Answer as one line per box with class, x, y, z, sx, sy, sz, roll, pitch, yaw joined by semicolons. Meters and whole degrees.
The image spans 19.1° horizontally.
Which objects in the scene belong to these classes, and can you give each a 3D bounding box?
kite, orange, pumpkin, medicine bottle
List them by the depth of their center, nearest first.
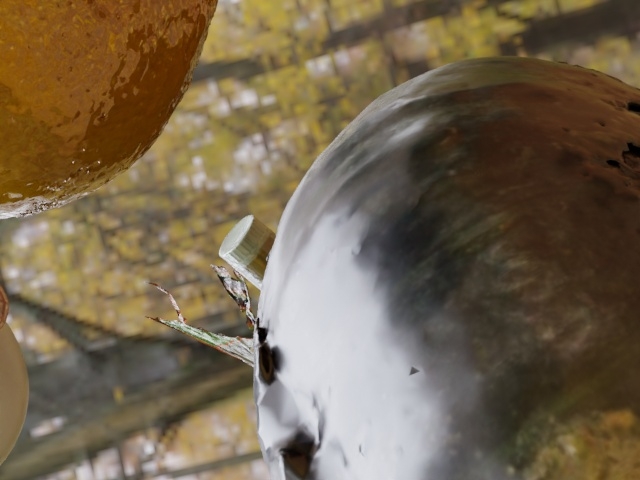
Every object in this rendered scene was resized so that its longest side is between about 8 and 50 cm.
orange;-0.187;-0.143;0.984;0.274;0.274;0.274;-15;-90;-73
pumpkin;0.168;0.096;1.189;0.454;0.344;0.454;42;-153;-27
kite;-0.047;0.064;1.388;0.244;0.198;0.006;60;-135;-62
medicine bottle;-0.043;0.021;1.652;0.083;0.047;0.047;40;-151;-17

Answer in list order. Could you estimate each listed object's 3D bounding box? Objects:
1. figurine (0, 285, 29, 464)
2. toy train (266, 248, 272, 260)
figurine;-0.342;0.160;1.602;0.167;0.281;0.370;39;-167;-11
toy train;0.000;0.000;1.487;0.103;0.064;0.044;-64;2;2
